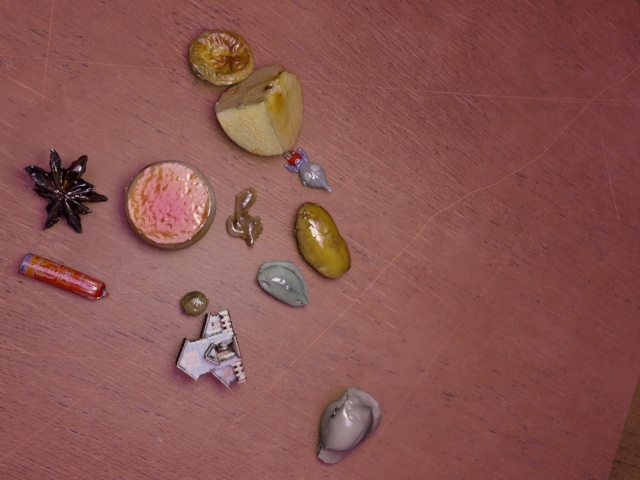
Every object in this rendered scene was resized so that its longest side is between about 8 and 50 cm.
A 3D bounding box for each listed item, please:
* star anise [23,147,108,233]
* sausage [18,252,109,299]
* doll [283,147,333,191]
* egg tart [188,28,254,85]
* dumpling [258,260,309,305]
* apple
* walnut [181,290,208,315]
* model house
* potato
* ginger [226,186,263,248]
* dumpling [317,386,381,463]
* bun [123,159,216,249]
[{"bbox_3d":[-0.816,-0.159,1.566,0.212,0.129,0.282,-15,122,-8],"label":"star anise"},{"bbox_3d":[-0.809,0.123,1.572,0.274,0.074,0.074,25,76,-14],"label":"sausage"},{"bbox_3d":[-0.042,-0.260,1.865,0.227,0.075,0.102,43,89,3],"label":"doll"},{"bbox_3d":[-0.361,-0.654,1.790,0.241,0.106,0.241,5,71,-14],"label":"egg tart"},{"bbox_3d":[-0.118,0.146,1.769,0.217,0.105,0.149,36,74,-10],"label":"dumpling"},{"bbox_3d":[-0.195,-0.479,1.757,0.314,0.252,0.309,28,43,-9],"label":"apple"},{"bbox_3d":[-0.428,0.214,1.676,0.092,0.092,0.092,2,82,-17],"label":"walnut"},{"bbox_3d":[-0.377,0.374,1.627,0.207,0.178,0.271,-14,91,-17],"label":"model house"},{"bbox_3d":[0.000,0.000,1.809,0.173,0.140,0.300,-32,99,-26],"label":"potato"},{"bbox_3d":[-0.260,-0.086,1.782,0.133,0.059,0.214,21,76,-6],"label":"ginger"},{"bbox_3d":[0.103,0.666,1.767,0.227,0.243,0.175,22,36,-32],"label":"dumpling"},{"bbox_3d":[-0.502,-0.118,1.651,0.299,0.165,0.298,0,89,-11],"label":"bun"}]
